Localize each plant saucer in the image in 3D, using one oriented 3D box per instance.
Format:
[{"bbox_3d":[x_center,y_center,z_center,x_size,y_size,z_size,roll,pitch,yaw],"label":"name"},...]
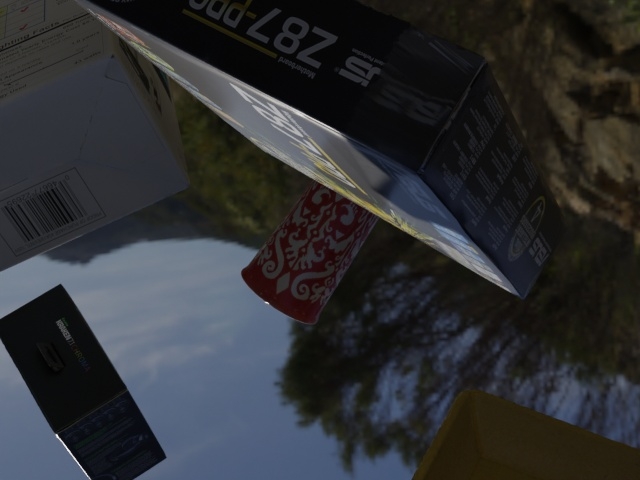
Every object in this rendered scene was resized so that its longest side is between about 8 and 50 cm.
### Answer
[{"bbox_3d":[0.250,0.318,1.142,0.333,0.081,0.333,20,-150,16],"label":"plant saucer"}]

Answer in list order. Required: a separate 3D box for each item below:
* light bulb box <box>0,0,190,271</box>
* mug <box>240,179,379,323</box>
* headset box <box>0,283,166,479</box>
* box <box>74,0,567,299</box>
[{"bbox_3d":[-0.401,-0.178,1.543,0.358,0.225,0.361,-23,-144,3],"label":"light bulb box"},{"bbox_3d":[-0.008,-0.004,1.369,0.113,0.169,0.150,30,-167,-16],"label":"mug"},{"bbox_3d":[-0.393,0.245,1.813,0.131,0.246,0.283,-31,149,-13],"label":"headset box"},{"bbox_3d":[0.022,-0.100,0.901,0.318,0.097,0.395,29,177,24],"label":"box"}]
